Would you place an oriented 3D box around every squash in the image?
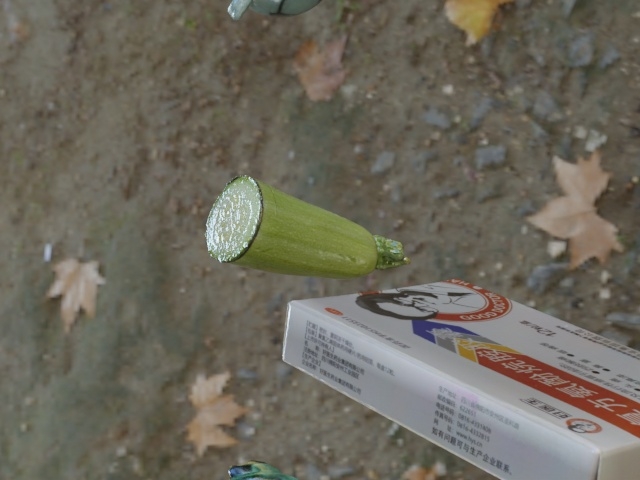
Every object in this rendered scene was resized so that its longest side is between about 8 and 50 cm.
[{"bbox_3d":[0.000,0.000,1.336,0.094,0.224,0.094,-29,54,50],"label":"squash"}]

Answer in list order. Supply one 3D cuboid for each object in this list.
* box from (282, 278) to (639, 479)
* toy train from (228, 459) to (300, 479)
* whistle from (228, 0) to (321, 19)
[{"bbox_3d":[0.158,0.117,1.074,0.353,0.214,0.069,21,110,48],"label":"box"},{"bbox_3d":[-0.099,0.233,0.667,0.120,0.301,0.202,-126,34,-62],"label":"toy train"},{"bbox_3d":[-0.033,-0.379,1.612,0.164,0.163,0.289,8,54,42],"label":"whistle"}]
